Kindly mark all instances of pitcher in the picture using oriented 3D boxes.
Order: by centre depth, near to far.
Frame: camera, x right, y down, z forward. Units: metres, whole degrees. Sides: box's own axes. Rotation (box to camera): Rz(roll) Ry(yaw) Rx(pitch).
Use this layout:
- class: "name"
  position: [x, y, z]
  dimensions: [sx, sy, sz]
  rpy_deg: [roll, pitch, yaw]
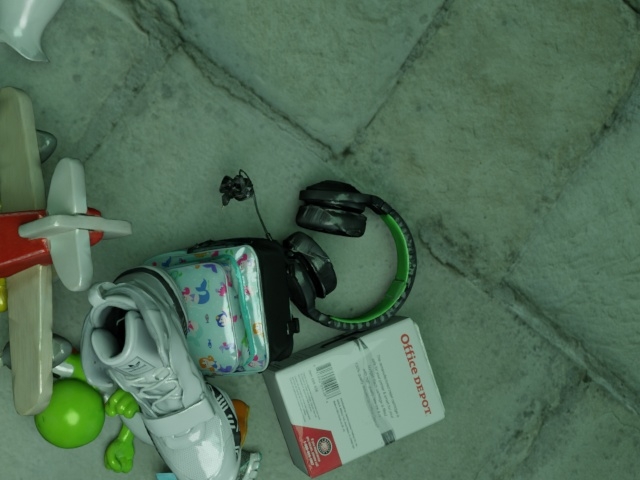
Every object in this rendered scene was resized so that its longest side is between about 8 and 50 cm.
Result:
- class: "pitcher"
  position: [-0.492, -0.407, 1.563]
  dimensions: [0.177, 0.125, 0.207]
  rpy_deg: [17, 96, -2]

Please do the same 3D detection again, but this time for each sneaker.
- class: "sneaker"
  position: [-0.232, 0.212, 1.387]
  dimensions: [0.137, 0.210, 0.366]
  rpy_deg: [-22, 86, 9]
- class: "sneaker"
  position: [-0.164, 0.438, 1.706]
  dimensions: [0.076, 0.065, 0.167]
  rpy_deg: [22, 80, 0]

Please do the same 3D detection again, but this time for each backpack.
- class: "backpack"
  position: [-0.188, 0.114, 1.588]
  dimensions: [0.191, 0.253, 0.225]
  rpy_deg: [-15, 100, -59]

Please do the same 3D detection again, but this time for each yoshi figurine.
- class: "yoshi figurine"
  position: [-0.310, 0.294, 1.584]
  dimensions: [0.362, 0.203, 0.204]
  rpy_deg: [23, 90, -14]

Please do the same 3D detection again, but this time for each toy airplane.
- class: "toy airplane"
  position: [-0.455, 0.010, 1.490]
  dimensions: [0.384, 0.272, 0.386]
  rpy_deg: [37, 93, 18]

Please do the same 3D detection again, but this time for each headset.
- class: "headset"
  position: [0.000, 0.000, 1.682]
  dimensions: [0.394, 0.185, 0.243]
  rpy_deg: [32, 81, -16]

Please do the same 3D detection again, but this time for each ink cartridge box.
- class: "ink cartridge box"
  position: [0.059, 0.271, 1.741]
  dimensions: [0.272, 0.114, 0.197]
  rpy_deg: [-20, 96, -16]

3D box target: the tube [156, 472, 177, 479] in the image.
- class: "tube"
  position: [-0.224, 0.482, 1.653]
  dimensions: [0.080, 0.052, 0.207]
  rpy_deg: [-5, 110, 1]
